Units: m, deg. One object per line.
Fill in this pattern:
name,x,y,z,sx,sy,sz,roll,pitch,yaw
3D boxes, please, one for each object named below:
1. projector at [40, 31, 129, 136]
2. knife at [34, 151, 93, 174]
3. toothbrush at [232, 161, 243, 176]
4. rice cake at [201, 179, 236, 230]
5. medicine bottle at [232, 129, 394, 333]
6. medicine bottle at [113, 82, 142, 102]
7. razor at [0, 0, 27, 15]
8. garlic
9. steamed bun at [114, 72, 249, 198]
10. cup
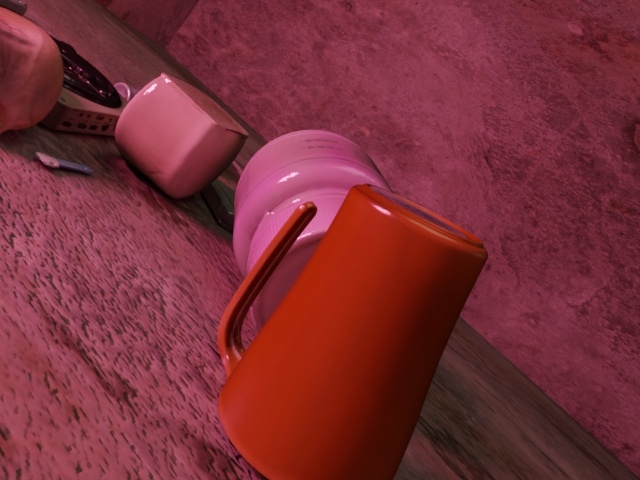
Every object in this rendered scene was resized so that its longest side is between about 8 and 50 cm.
projector,-0.440,-0.278,0.828,0.259,0.079,0.257,41,12,0
knife,-0.327,-0.096,0.654,0.027,0.010,0.096,41,7,10
toothbrush,-0.197,-0.156,1.402,0.288,0.024,0.021,47,14,25
rice cake,-0.159,-0.055,1.028,0.189,0.037,0.198,33,11,-33
medicine bottle,0.000,0.000,0.746,0.256,0.256,0.325,36,18,-25
medicine bottle,-0.349,-0.267,1.134,0.124,0.079,0.258,45,11,23
razor,-0.720,-0.537,1.053,0.111,0.056,0.278,43,3,5
garlic,-0.408,-0.233,0.598,0.228,0.110,0.217,47,23,6
steamed bun,-0.233,-0.166,0.863,0.146,0.164,0.242,42,8,0
cup,0.015,0.080,0.475,0.226,0.264,0.182,32,13,27
